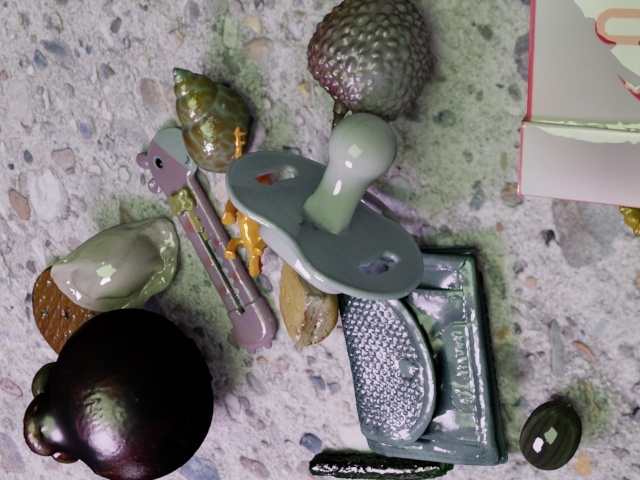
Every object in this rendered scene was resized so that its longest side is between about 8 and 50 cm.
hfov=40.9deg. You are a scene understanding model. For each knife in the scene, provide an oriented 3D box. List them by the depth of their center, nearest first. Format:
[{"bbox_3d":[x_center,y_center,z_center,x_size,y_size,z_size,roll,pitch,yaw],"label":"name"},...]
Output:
[{"bbox_3d":[-0.180,0.006,1.404,0.132,0.038,0.398,-24,96,37],"label":"knife"}]

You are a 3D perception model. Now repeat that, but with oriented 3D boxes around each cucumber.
[{"bbox_3d":[0.097,0.365,1.383,0.257,0.043,0.044,-9,109,31],"label":"cucumber"}]

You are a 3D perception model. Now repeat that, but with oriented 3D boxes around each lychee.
[{"bbox_3d":[0.058,-0.225,1.105,0.165,0.165,0.197,41,103,10],"label":"lychee"}]

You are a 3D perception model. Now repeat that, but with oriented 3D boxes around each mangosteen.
[{"bbox_3d":[-0.333,0.260,1.422,0.297,0.313,0.297,19,113,56],"label":"mangosteen"}]

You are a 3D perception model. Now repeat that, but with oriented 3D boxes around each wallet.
[{"bbox_3d":[0.140,0.177,1.271,0.237,0.075,0.342,0,109,33],"label":"wallet"}]

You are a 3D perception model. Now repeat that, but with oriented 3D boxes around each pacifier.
[{"bbox_3d":[0.032,-0.064,1.110,0.299,0.244,0.233,42,130,20],"label":"pacifier"}]

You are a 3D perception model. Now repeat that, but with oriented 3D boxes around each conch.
[{"bbox_3d":[-0.162,-0.169,1.291,0.116,0.106,0.173,49,141,27],"label":"conch"}]

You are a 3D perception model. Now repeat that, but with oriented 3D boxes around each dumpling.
[{"bbox_3d":[-0.337,0.052,1.464,0.229,0.124,0.151,-25,110,10],"label":"dumpling"}]

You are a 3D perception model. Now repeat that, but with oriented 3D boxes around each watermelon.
[{"bbox_3d":[0.323,0.272,1.199,0.078,0.078,0.110,26,119,19],"label":"watermelon"}]

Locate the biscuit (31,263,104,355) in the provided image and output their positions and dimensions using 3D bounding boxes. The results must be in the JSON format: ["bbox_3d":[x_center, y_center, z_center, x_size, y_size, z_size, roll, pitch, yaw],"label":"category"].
[{"bbox_3d":[-0.462,0.142,1.616,0.212,0.036,0.212,12,115,27],"label":"biscuit"}]

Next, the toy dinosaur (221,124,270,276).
[{"bbox_3d":[-0.103,-0.068,1.287,0.070,0.117,0.288,7,128,14],"label":"toy dinosaur"}]

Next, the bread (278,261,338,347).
[{"bbox_3d":[-0.014,0.091,1.294,0.106,0.082,0.125,-122,33,-41],"label":"bread"}]

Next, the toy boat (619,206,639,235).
[{"bbox_3d":[0.502,-0.016,0.950,0.318,0.141,0.099,-2,124,34],"label":"toy boat"}]

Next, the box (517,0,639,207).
[{"bbox_3d":[0.384,-0.207,0.829,0.312,0.314,0.300,9,116,27],"label":"box"}]
